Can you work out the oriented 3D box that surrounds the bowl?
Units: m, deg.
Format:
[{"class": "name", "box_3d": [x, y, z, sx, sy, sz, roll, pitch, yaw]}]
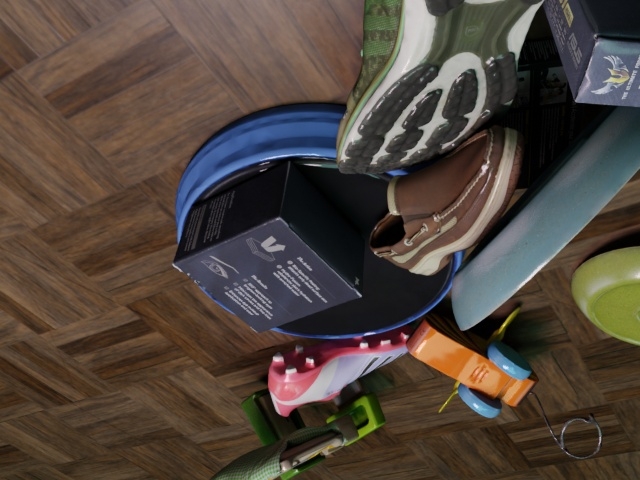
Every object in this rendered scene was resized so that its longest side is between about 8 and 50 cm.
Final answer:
[{"class": "bowl", "box_3d": [0.000, 0.000, 0.949, 0.392, 0.077, 0.391, 3, 139, 3]}]

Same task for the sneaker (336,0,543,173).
[{"class": "sneaker", "box_3d": [0.094, -0.216, 0.639, 0.158, 0.182, 0.410, -6, 150, -18]}]

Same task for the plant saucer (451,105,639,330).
[{"class": "plant saucer", "box_3d": [0.225, -0.046, 0.677, 0.044, 0.318, 0.317, 43, 135, 7]}]

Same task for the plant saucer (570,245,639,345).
[{"class": "plant saucer", "box_3d": [0.462, 0.090, 0.977, 0.241, 0.037, 0.241, 16, 150, 9]}]

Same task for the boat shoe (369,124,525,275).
[{"class": "boat shoe", "box_3d": [0.114, -0.035, 0.742, 0.095, 0.095, 0.257, 16, 150, -7]}]

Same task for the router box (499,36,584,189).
[{"class": "router box", "box_3d": [0.217, -0.132, 0.797, 0.133, 0.046, 0.178, -4, 138, 9]}]

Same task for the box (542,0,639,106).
[{"class": "box", "box_3d": [0.281, -0.190, 0.583, 0.184, 0.232, 0.059, 4, 134, 2]}]

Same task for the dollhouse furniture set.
[{"class": "dollhouse furniture set", "box_3d": [-0.066, 0.288, 1.126, 0.198, 0.151, 0.302, -39, 161, 28]}]

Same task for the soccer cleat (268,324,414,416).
[{"class": "soccer cleat", "box_3d": [0.035, 0.186, 1.086, 0.248, 0.083, 0.095, -15, 122, -27]}]

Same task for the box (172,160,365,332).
[{"class": "box", "box_3d": [-0.055, 0.014, 0.842, 0.158, 0.093, 0.156, -22, 131, 29]}]

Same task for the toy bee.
[{"class": "toy bee", "box_3d": [0.260, 0.207, 1.105, 0.195, 0.162, 0.298, -35, 97, 13]}]
